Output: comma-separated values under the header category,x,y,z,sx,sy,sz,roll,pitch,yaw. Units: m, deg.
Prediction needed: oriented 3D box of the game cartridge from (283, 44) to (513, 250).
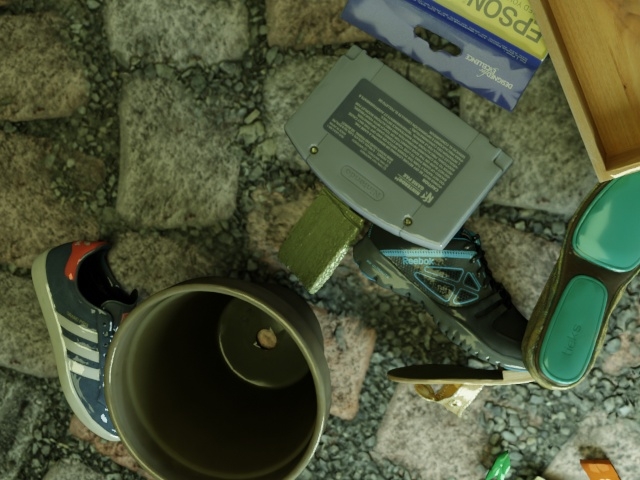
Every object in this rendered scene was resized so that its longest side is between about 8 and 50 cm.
category,x,y,z,sx,sy,sz,roll,pitch,yaw
game cartridge,0.103,-0.129,1.269,0.297,0.062,0.198,39,90,12

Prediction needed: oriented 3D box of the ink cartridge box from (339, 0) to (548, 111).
category,x,y,z,sx,sy,sz,roll,pitch,yaw
ink cartridge box,0.219,-0.387,1.230,0.304,0.072,0.307,30,105,6

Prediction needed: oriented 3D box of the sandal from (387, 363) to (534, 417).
category,x,y,z,sx,sy,sz,roll,pitch,yaw
sandal,0.226,0.235,1.345,0.240,0.088,0.079,-6,97,9

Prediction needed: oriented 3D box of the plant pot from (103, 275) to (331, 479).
category,x,y,z,sx,sy,sz,roll,pitch,yaw
plant pot,-0.117,0.188,1.320,0.323,0.280,0.323,3,102,14

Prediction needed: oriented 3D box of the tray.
category,x,y,z,sx,sy,sz,roll,pitch,yaw
tray,0.378,-0.290,1.075,0.203,0.076,0.411,-18,112,27

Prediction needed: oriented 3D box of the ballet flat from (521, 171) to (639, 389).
category,x,y,z,sx,sy,sz,roll,pitch,yaw
ballet flat,0.377,0.043,1.217,0.123,0.123,0.348,25,86,8

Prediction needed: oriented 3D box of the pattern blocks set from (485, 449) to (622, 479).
category,x,y,z,sx,sy,sz,roll,pitch,yaw
pattern blocks set,0.391,0.469,1.382,0.325,0.026,0.285,37,107,5

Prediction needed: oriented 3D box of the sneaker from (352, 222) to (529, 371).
category,x,y,z,sx,sy,sz,roll,pitch,yaw
sneaker,0.215,0.067,1.293,0.341,0.125,0.139,34,106,4

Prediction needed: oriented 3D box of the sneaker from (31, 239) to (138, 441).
category,x,y,z,sx,sy,sz,roll,pitch,yaw
sneaker,-0.358,0.164,1.453,0.148,0.131,0.350,-18,96,21

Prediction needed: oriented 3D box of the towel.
category,x,y,z,sx,sy,sz,roll,pitch,yaw
towel,0.000,0.000,1.363,0.110,0.027,0.148,46,109,34
